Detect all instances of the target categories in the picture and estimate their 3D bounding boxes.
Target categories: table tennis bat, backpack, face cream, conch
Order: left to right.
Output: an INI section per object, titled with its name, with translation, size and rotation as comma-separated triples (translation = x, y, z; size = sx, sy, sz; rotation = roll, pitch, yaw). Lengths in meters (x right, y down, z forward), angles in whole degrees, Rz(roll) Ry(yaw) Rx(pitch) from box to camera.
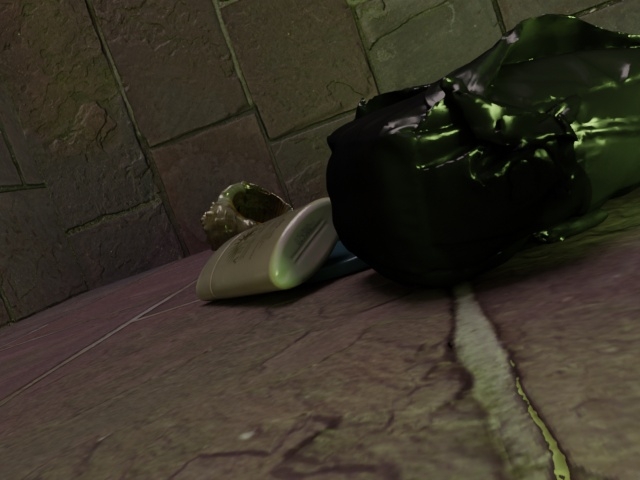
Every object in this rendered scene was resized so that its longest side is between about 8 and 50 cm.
[conch]
translation = -0.237, -0.061, 1.799
size = 0.324, 0.263, 0.186
rotation = 14, -20, -2
[face cream]
translation = -0.101, 0.026, 0.931
size = 0.173, 0.081, 0.348
rotation = -53, 18, -26
[table tennis bat]
translation = 0.022, 0.024, 0.953
size = 0.215, 0.044, 0.329
rotation = -29, 12, -37
[backpack]
translation = 0.227, -0.121, 0.648
size = 0.446, 0.255, 0.363
rotation = -18, 12, -10

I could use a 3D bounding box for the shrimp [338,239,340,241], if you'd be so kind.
[shrimp]
translation = 0.000, 0.000, 1.205
size = 0.262, 0.051, 0.198
rotation = -16, 7, 8
